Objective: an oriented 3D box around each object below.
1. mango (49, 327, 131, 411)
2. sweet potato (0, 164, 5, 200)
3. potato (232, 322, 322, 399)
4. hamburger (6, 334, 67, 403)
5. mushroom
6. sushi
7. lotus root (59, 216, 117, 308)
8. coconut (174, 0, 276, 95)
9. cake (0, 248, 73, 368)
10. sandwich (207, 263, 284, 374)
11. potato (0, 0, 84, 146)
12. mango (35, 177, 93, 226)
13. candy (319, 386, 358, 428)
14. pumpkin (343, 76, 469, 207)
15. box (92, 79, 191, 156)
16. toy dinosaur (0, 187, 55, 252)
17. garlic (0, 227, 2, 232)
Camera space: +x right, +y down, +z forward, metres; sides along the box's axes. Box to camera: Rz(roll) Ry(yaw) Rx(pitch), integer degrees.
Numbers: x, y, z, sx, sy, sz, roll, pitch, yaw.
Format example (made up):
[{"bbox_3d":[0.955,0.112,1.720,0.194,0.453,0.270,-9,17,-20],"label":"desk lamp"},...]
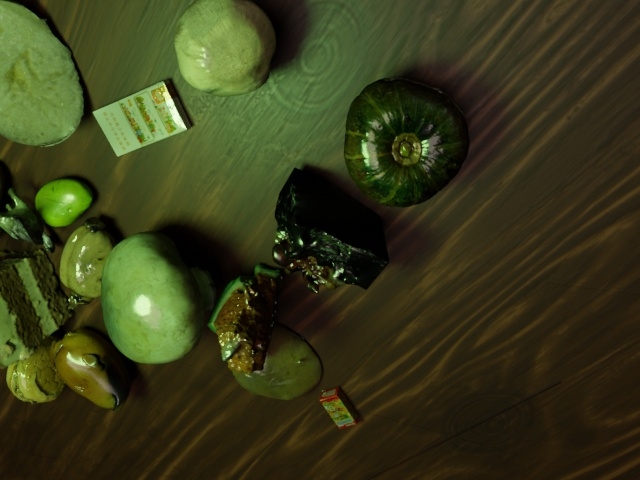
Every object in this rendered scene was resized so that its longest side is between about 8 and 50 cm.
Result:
[{"bbox_3d":[-0.705,0.400,1.629,0.201,0.153,0.287,-23,109,15],"label":"mango"},{"bbox_3d":[-0.917,-0.041,1.376,0.109,0.385,0.109,6,162,2],"label":"sweet potato"},{"bbox_3d":[-0.142,0.353,1.477,0.299,0.116,0.239,35,116,-6],"label":"potato"},{"bbox_3d":[-0.868,0.401,1.640,0.108,0.214,0.214,-3,116,18],"label":"hamburger"},{"bbox_3d":[-0.412,0.142,1.331,0.352,0.260,0.352,29,126,51],"label":"mushroom"},{"bbox_3d":[0.001,0.000,1.213,0.227,0.215,0.212,21,128,-20],"label":"sushi"},{"bbox_3d":[-0.625,0.062,1.441,0.154,0.140,0.257,27,111,16],"label":"lotus root"},{"bbox_3d":[-0.192,-0.388,1.053,0.224,0.224,0.224,7,118,12],"label":"coconut"},{"bbox_3d":[-0.935,0.190,1.511,0.255,0.290,0.282,-6,112,17],"label":"cake"},{"bbox_3d":[-0.194,0.207,1.279,0.162,0.301,0.250,10,102,1],"label":"sandwich"},{"bbox_3d":[-0.791,-0.396,1.231,0.296,0.290,0.397,5,163,44],"label":"potato"},{"bbox_3d":[-0.686,-0.107,1.404,0.163,0.089,0.117,-36,95,16],"label":"mango"},{"bbox_3d":[0.054,0.486,1.529,0.062,0.038,0.122,-23,109,25],"label":"candy"},{"bbox_3d":[0.162,-0.196,1.069,0.260,0.189,0.260,-2,106,-6],"label":"pumpkin"},{"bbox_3d":[-0.429,-0.291,1.262,0.220,0.032,0.122,-14,112,23],"label":"box"},{"bbox_3d":[-0.782,-0.051,1.389,0.077,0.294,0.162,-40,84,-4],"label":"toy dinosaur"},{"bbox_3d":[-0.985,-0.058,1.500,0.147,0.102,0.159,28,133,-16],"label":"garlic"}]
